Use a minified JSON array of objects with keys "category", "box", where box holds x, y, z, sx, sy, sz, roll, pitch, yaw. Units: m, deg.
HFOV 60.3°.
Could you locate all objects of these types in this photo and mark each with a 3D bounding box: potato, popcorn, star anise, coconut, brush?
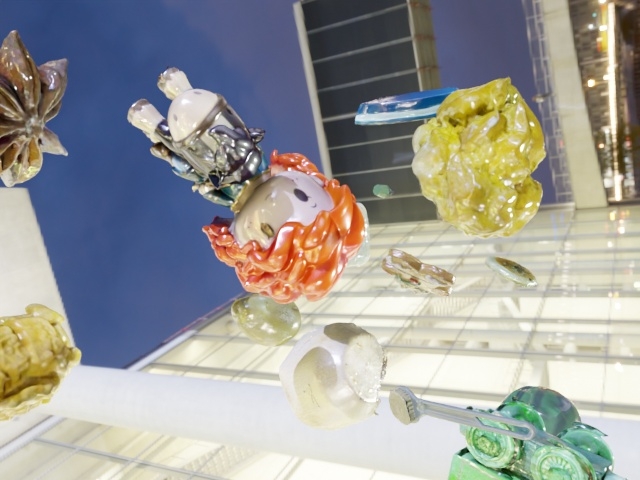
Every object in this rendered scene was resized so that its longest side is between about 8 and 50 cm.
[{"category":"potato","box":[-0.157,0.216,1.543,0.193,0.157,0.157,25,-115,-39]},{"category":"popcorn","box":[-0.433,0.181,0.789,0.163,0.140,0.194,-43,-14,-1]},{"category":"star anise","box":[-0.583,-0.239,1.057,0.315,0.108,0.316,22,-90,-78]},{"category":"coconut","box":[0.037,0.457,1.864,0.346,0.360,0.347,23,-125,-37]},{"category":"brush","box":[0.186,0.248,0.781,0.027,0.266,0.062,-16,-88,-32]}]

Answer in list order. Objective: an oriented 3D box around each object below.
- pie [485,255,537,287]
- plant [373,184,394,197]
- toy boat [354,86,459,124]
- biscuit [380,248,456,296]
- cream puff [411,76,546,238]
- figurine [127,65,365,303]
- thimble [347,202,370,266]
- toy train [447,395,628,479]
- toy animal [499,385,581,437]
[{"category":"pie","box":[0.293,0.046,0.840,0.084,0.084,0.021,-13,-53,-59]},{"category":"plant","box":[0.243,-0.182,2.060,0.102,0.051,0.051,5,-97,-47]},{"category":"toy boat","box":[0.239,-0.368,1.521,0.096,0.298,0.062,-81,-19,-61]},{"category":"biscuit","box":[0.247,0.098,1.423,0.049,0.196,0.301,-62,-8,-9]},{"category":"cream puff","box":[0.363,-0.180,1.173,0.291,0.257,0.325,28,-140,-14]},{"category":"figurine","box":[-0.117,-0.088,0.871,0.241,0.306,0.412,-50,-63,-24]},{"category":"thimble","box":[0.000,0.000,1.652,0.291,0.291,0.196,2,-101,-59]},{"category":"toy train","box":[0.307,0.350,0.808,0.132,0.243,0.188,0,-78,-49]},{"category":"toy animal","box":[0.514,0.470,1.358,0.338,0.215,0.191,90,-155,-51]}]
